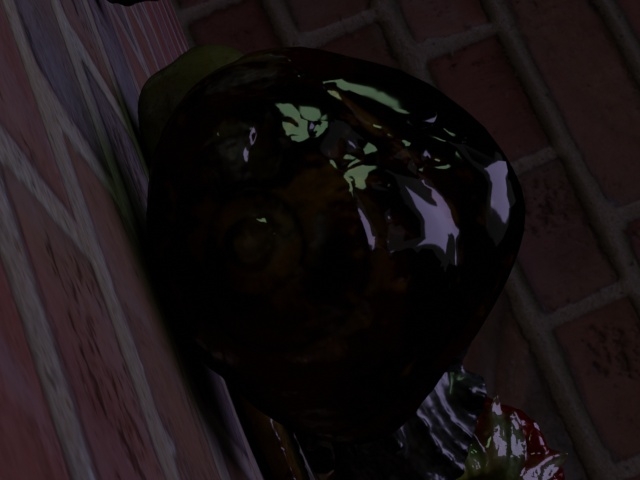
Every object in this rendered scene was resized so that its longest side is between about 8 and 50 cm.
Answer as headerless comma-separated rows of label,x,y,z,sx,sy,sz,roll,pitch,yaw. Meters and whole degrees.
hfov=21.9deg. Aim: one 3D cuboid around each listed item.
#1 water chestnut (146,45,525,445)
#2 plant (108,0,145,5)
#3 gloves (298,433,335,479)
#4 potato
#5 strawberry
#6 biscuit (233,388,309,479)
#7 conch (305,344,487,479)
water chestnut,0.000,0.000,1.195,0.244,0.289,0.289,-56,-131,51
plant,-0.195,-0.336,1.680,0.129,0.132,0.194,73,1,-49
gloves,0.028,0.231,2.028,0.181,0.106,0.129,63,1,-34
potato,-0.073,-0.099,1.502,0.194,0.157,0.157,-3,65,-49
strawberry,0.115,0.285,1.807,0.292,0.292,0.343,68,-17,-6
biscuit,-0.048,0.154,1.434,0.188,0.027,0.188,-21,90,-89
conch,0.043,0.136,1.540,0.241,0.186,0.313,86,-10,-47
